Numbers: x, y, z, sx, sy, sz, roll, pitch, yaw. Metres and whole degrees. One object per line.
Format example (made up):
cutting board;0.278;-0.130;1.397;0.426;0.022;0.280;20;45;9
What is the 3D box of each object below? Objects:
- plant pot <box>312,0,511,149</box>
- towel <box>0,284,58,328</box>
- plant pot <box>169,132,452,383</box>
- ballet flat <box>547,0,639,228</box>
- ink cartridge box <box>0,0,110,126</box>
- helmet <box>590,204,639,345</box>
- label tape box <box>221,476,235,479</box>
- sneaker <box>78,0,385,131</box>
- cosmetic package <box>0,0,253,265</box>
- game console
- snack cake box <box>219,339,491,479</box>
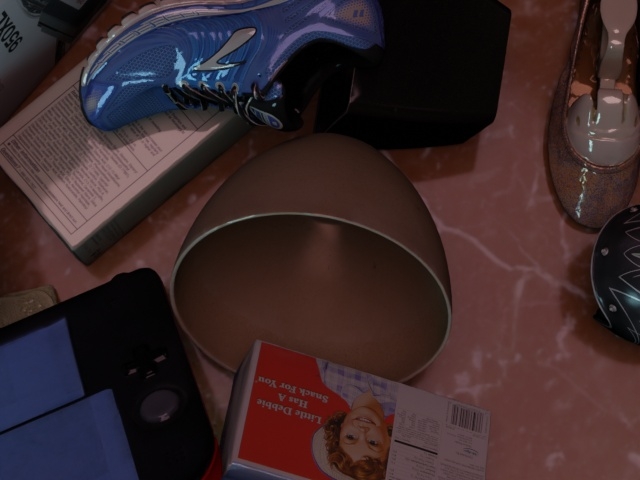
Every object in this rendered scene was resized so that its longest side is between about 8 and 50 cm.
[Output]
plant pot;0.102;-0.192;1.743;0.167;0.188;0.187;11;80;-9
towel;-0.321;0.128;1.758;0.110;0.027;0.148;-18;80;-2
plant pot;0.000;0.000;1.681;0.284;0.284;0.191;7;49;2
ballet flat;0.308;-0.174;1.770;0.107;0.106;0.316;4;80;1
ink cartridge box;-0.325;-0.305;1.705;0.166;0.285;0.395;39;83;6
helmet;0.362;0.038;1.703;0.169;0.161;0.169;0;80;0
label tape box;-0.212;0.325;1.575;0.333;0.106;0.241;13;53;31
sneaker;-0.088;-0.172;1.617;0.330;0.130;0.147;-20;73;15
cosmetic package;-0.191;-0.135;1.762;0.309;0.113;0.160;-39;82;-7
game console;-0.304;0.202;1.611;0.386;0.060;0.342;-23;44;-2
snack cake box;0.033;0.218;1.654;0.264;0.089;0.152;18;53;-9
